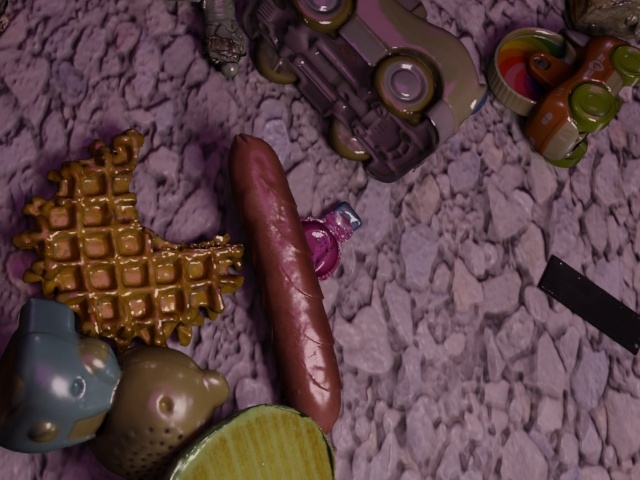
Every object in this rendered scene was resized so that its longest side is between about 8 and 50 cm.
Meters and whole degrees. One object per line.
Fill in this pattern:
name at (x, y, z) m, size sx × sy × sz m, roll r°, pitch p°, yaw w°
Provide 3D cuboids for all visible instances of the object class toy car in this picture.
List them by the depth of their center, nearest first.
toy car at (0.075, -0.277, 1.385) m, size 0.336 × 0.242 × 0.226 m, roll 45°, pitch 69°, yaw -3°
toy car at (0.377, -0.257, 1.567) m, size 0.235 × 0.145 × 0.235 m, roll 4°, pitch 64°, yaw -8°

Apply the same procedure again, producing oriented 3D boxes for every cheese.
cheese at (0.000, 0.000, 1.399) m, size 0.145 × 0.038 × 0.095 m, roll -40°, pitch 95°, yaw -25°

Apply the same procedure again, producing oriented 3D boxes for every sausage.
sausage at (-0.044, 0.064, 1.324) m, size 0.088 × 0.088 × 0.433 m, roll -14°, pitch 91°, yaw -24°

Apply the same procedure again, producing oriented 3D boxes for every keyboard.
keyboard at (0.434, 0.103, 1.558) m, size 0.202 × 0.011 × 0.067 m, roll 34°, pitch 66°, yaw -11°

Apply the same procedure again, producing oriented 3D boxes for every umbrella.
umbrella at (-0.141, -0.301, 1.409) m, size 0.067 × 0.062 × 0.143 m, roll 0°, pitch 74°, yaw -53°

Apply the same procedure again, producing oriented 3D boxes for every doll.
doll at (-0.252, 0.192, 1.177) m, size 0.261 × 0.177 × 0.161 m, roll 20°, pitch 27°, yaw -25°

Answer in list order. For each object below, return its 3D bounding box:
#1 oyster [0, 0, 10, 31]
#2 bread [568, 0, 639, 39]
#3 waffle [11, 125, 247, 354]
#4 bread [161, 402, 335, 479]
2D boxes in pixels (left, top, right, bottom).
oyster at (-0.458, -0.289, 1.282) m, size 0.108 × 0.053 × 0.165 m, roll 36°, pitch 73°, yaw 19°
bread at (0.520, -0.454, 1.636) m, size 0.196 × 0.176 × 0.246 m, roll 1°, pitch 77°, yaw -19°
waffle at (-0.251, 0.014, 1.283) m, size 0.293 × 0.069 × 0.260 m, roll 44°, pitch 65°, yaw -5°
bread at (-0.094, 0.334, 1.212) m, size 0.301 × 0.045 × 0.301 m, roll -16°, pitch 115°, yaw -40°
